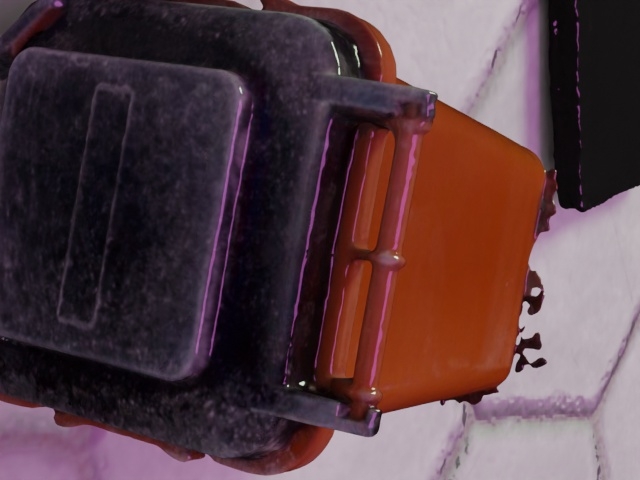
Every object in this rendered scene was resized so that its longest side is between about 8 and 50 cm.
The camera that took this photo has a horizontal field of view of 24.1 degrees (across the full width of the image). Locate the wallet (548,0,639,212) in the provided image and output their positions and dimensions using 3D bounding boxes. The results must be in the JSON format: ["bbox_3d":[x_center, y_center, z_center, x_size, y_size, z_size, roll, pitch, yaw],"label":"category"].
[{"bbox_3d":[0.171,-0.146,0.874,0.124,0.025,0.244,-21,112,-47],"label":"wallet"}]

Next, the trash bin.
[{"bbox_3d":[0.000,0.000,0.585,0.238,0.184,0.161,8,92,-57],"label":"trash bin"}]
